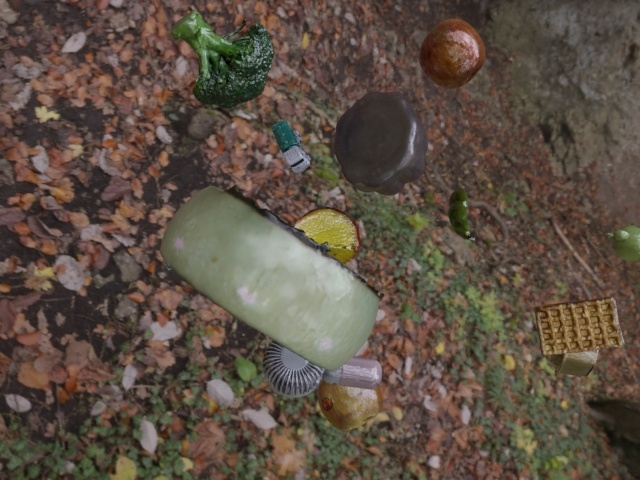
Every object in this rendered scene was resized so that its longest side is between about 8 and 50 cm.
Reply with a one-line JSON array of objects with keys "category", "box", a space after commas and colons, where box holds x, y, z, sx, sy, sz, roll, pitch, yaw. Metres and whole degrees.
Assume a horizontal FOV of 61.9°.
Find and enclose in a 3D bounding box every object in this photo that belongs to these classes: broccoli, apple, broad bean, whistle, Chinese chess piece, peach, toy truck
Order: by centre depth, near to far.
[{"category": "Chinese chess piece", "box": [-0.074, 0.054, 0.830, 0.146, 0.349, 0.349, -56, 134, -6]}, {"category": "toy truck", "box": [-0.050, -0.154, 0.872, 0.083, 0.039, 0.044, 66, 13, 23]}, {"category": "peach", "box": [-0.001, 0.005, 1.116, 0.172, 0.127, 0.092, -20, 154, -27]}, {"category": "whistle", "box": [0.946, 0.030, 1.486, 0.131, 0.289, 0.106, 31, 82, -60]}, {"category": "broccoli", "box": [-0.272, -0.529, 1.535, 0.297, 0.298, 0.297, 45, 64, -32]}, {"category": "broad bean", "box": [0.408, -0.081, 1.568, 0.254, 0.065, 0.046, -81, 159, -49]}, {"category": "apple", "box": [0.390, -0.546, 1.575, 0.188, 0.188, 0.173, -32, 79, -39]}, {"category": "apple", "box": [0.098, 0.516, 1.758, 0.211, 0.187, 0.211, -27, 154, -14]}]

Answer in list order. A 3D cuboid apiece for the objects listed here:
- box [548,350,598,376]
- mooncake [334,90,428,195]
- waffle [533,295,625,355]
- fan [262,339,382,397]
[{"category": "box", "box": [0.579, 0.255, 1.233, 0.111, 0.111, 0.177, -62, 155, -19]}, {"category": "mooncake", "box": [0.185, -0.289, 1.625, 0.154, 0.306, 0.305, 25, 79, -55]}, {"category": "waffle", "box": [0.500, 0.167, 1.036, 0.042, 0.148, 0.102, 2, 77, -67]}, {"category": "fan", "box": [0.003, 0.259, 1.087, 0.074, 0.245, 0.130, 98, 2, -56]}]
